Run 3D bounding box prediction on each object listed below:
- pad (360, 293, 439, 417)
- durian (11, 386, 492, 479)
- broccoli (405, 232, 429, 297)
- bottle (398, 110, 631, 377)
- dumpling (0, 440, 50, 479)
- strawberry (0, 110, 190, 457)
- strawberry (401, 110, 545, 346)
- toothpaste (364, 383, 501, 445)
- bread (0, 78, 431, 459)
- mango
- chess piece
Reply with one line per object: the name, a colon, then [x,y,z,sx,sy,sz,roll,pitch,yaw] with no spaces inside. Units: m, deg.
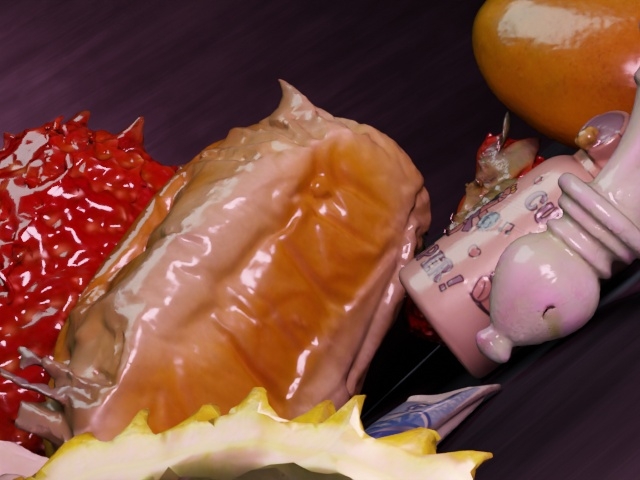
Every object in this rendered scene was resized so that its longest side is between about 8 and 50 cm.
pad: [0.093,0.067,1.708,0.211,0.003,0.143,-38,-27,-46]
durian: [-0.073,0.161,0.536,0.352,0.158,0.169,-34,13,11]
broccoli: [0.000,0.002,2.209,0.177,0.275,0.198,-59,7,-5]
bottle: [0.159,-0.007,1.356,0.209,0.110,0.097,-38,32,4]
dumpling: [-0.178,0.184,0.922,0.175,0.227,0.243,-62,13,-6]
strawberry: [-0.229,0.068,1.615,0.292,0.292,0.343,-37,15,40]
strawberry: [0.128,0.032,1.540,0.174,0.098,0.228,-60,-5,-45]
toothpaste: [0.024,0.144,1.172,0.069,0.047,0.268,-53,-12,34]
bread: [-0.067,0.076,1.507,0.388,0.236,0.183,-49,20,-23]
mango: [0.237,-0.134,1.480,0.254,0.139,0.175,3,31,15]
chess piece: [0.195,-0.027,1.253,0.271,0.139,0.139,-49,-1,5]
